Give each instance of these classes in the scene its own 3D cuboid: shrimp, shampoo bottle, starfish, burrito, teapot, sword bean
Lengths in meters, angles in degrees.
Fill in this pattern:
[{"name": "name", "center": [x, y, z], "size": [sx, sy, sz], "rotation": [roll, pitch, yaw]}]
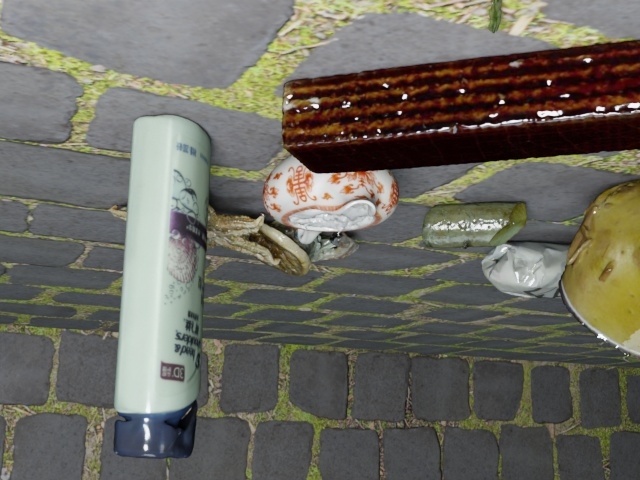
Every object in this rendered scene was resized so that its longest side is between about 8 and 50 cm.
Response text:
[{"name": "shrimp", "center": [0.000, 0.000, 1.409], "size": [0.126, 0.047, 0.223], "rotation": [-2, 166, 2]}, {"name": "shampoo bottle", "center": [-0.166, 0.053, 0.961], "size": [0.078, 0.359, 0.134], "rotation": [-3, 166, 14]}, {"name": "starfish", "center": [-0.190, -0.024, 1.285], "size": [0.231, 0.048, 0.295], "rotation": [0, 160, 28]}, {"name": "burrito", "center": [0.500, 0.059, 1.504], "size": [0.445, 0.101, 0.139], "rotation": [6, 168, -16]}, {"name": "teapot", "center": [0.010, -0.053, 1.053], "size": [0.159, 0.116, 0.245], "rotation": [-9, 166, -12]}, {"name": "sword bean", "center": [0.137, -0.186, 0.689], "size": [0.012, 0.012, 0.083], "rotation": [-2, 165, 11]}]

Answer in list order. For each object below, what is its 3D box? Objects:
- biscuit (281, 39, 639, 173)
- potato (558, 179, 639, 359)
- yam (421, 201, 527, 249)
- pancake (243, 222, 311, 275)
[{"name": "biscuit", "center": [0.156, -0.121, 0.831], "size": [0.388, 0.073, 0.107], "rotation": [-4, 167, 17]}, {"name": "potato", "center": [0.472, 0.016, 1.134], "size": [0.300, 0.246, 0.196], "rotation": [-20, 145, -45]}, {"name": "yam", "center": [0.220, -0.020, 1.256], "size": [0.146, 0.070, 0.070], "rotation": [-1, 167, 13]}, {"name": "pancake", "center": [-0.076, 0.011, 1.388], "size": [0.139, 0.022, 0.139], "rotation": [28, 158, 12]}]
